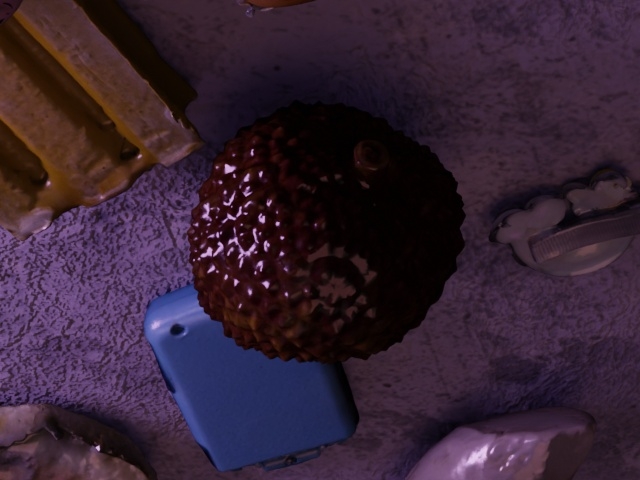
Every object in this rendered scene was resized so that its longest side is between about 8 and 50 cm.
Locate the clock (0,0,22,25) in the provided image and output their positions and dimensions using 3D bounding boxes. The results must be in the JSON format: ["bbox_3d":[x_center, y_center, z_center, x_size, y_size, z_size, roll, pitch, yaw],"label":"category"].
[{"bbox_3d":[-0.337,-0.235,1.378,0.284,0.114,0.309,19,112,-3],"label":"clock"}]

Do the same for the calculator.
[{"bbox_3d":[-0.066,0.130,1.917,0.173,0.051,0.293,-15,135,6],"label":"calculator"}]

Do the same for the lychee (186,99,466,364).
[{"bbox_3d":[0.000,0.000,1.679,0.236,0.236,0.271,9,152,-19],"label":"lychee"}]

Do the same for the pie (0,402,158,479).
[{"bbox_3d":[-0.317,0.287,2.016,0.337,0.075,0.337,-9,134,-9],"label":"pie"}]

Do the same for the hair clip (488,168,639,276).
[{"bbox_3d":[0.249,-0.009,1.841,0.172,0.049,0.116,-18,130,11],"label":"hair clip"}]

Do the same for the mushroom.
[{"bbox_3d":[0.151,0.274,2.054,0.128,0.128,0.350,22,130,-29],"label":"mushroom"}]

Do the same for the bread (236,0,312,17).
[{"bbox_3d":[-0.052,-0.283,1.471,0.136,0.107,0.241,-22,134,15],"label":"bread"}]

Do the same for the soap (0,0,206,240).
[{"bbox_3d":[-0.256,-0.151,1.577,0.199,0.091,0.315,-28,132,16],"label":"soap"}]
